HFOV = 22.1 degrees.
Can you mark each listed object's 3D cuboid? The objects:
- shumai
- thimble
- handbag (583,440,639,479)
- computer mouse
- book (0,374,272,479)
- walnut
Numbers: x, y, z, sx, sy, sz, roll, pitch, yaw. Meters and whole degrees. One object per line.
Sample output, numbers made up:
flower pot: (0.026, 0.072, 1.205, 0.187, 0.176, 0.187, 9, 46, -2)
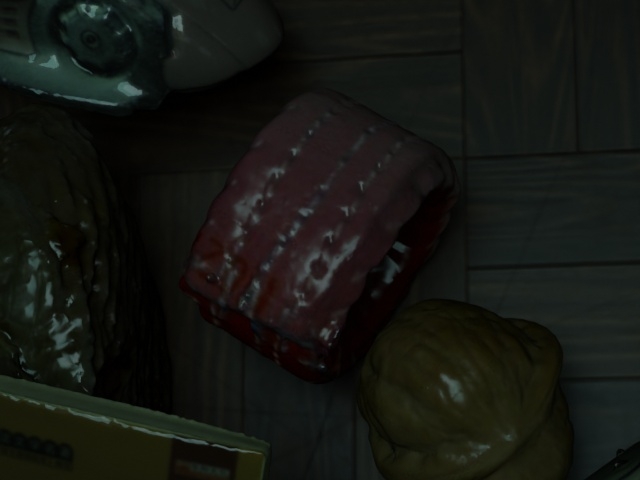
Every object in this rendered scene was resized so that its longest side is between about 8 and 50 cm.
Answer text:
shumai: (-0.262, 0.078, 1.146, 0.283, 0.217, 0.346, -3, 81, 10)
thimble: (0.004, -0.003, 1.139, 0.125, 0.163, 0.189, 31, 72, 16)
handbag: (0.237, 0.300, 1.047, 0.241, 0.109, 0.315, -39, 82, 11)
computer mouse: (-0.209, -0.210, 1.199, 0.389, 0.115, 0.199, 16, 38, 9)
book: (-0.180, 0.267, 1.036, 0.269, 0.032, 0.389, 11, 112, 10)
walnut: (0.098, 0.109, 1.097, 0.149, 0.166, 0.166, -41, 73, -9)
